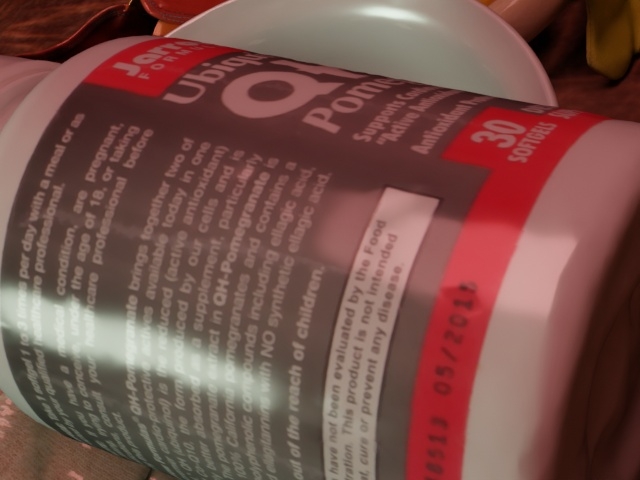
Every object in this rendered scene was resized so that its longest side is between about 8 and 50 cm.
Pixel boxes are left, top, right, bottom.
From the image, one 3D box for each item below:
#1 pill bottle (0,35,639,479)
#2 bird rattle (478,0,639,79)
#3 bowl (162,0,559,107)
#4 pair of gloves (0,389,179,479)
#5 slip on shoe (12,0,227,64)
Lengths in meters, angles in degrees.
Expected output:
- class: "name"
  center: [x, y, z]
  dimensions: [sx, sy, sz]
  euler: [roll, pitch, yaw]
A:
- class: "pill bottle"
  center: [-0.027, 0.013, 0.483]
  dimensions: [0.319, 0.176, 0.176]
  euler: [15, 53, 28]
- class: "bird rattle"
  center: [0.139, -0.206, 0.868]
  dimensions: [0.207, 0.143, 0.253]
  euler: [-39, 34, 11]
- class: "bowl"
  center: [0.000, 0.000, 0.677]
  dimensions: [0.298, 0.134, 0.297]
  euler: [-11, 54, 15]
- class: "pair of gloves"
  center: [-0.149, 0.178, 0.572]
  dimensions: [0.204, 0.042, 0.240]
  euler: [32, 63, 5]
- class: "slip on shoe"
  center: [-0.112, -0.173, 0.984]
  dimensions: [0.331, 0.101, 0.123]
  euler: [-29, 37, -5]
